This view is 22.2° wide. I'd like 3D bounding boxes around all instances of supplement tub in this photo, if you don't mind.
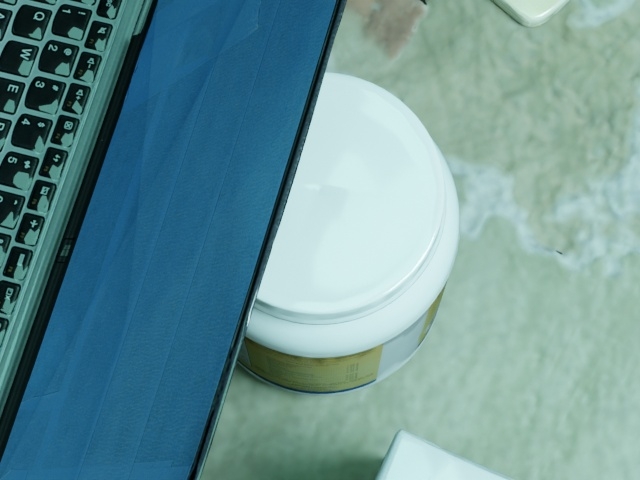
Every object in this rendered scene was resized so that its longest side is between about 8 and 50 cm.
[{"bbox_3d":[0.000,0.000,0.877,0.144,0.200,0.144,0,76,0],"label":"supplement tub"}]

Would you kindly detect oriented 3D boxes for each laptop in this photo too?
[{"bbox_3d":[-0.198,-0.038,0.798,0.408,0.236,0.382,14,72,9],"label":"laptop"}]

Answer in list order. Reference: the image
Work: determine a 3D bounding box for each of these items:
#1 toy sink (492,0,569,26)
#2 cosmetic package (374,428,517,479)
[{"bbox_3d":[0.099,-0.270,0.979,0.234,0.131,0.153,44,81,9],"label":"toy sink"},{"bbox_3d":[0.095,0.250,0.846,0.224,0.138,0.224,24,77,5],"label":"cosmetic package"}]
